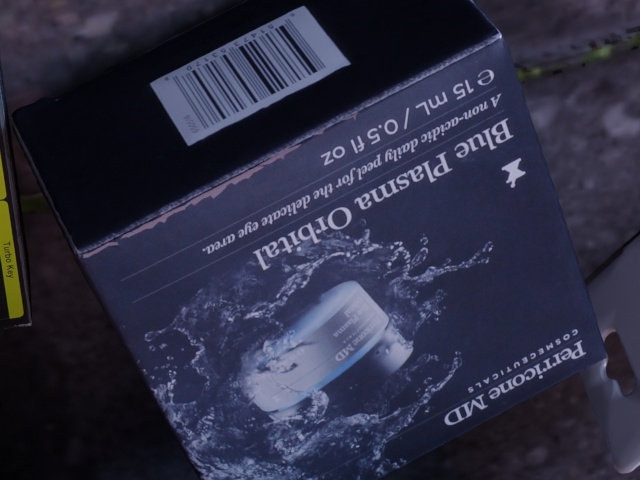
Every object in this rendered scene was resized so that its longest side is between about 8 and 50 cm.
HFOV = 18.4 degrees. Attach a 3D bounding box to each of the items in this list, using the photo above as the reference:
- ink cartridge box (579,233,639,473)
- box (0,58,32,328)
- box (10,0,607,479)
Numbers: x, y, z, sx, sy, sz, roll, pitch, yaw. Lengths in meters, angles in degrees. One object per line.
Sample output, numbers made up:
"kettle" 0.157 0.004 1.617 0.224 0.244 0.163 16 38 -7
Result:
"ink cartridge box" 0.186 0.015 0.755 0.062 0.104 0.181 34 116 -30
"box" -0.199 -0.043 0.673 0.184 0.045 0.190 -8 129 -7
"box" 0.000 0.000 0.696 0.156 0.093 0.158 -28 130 -4
